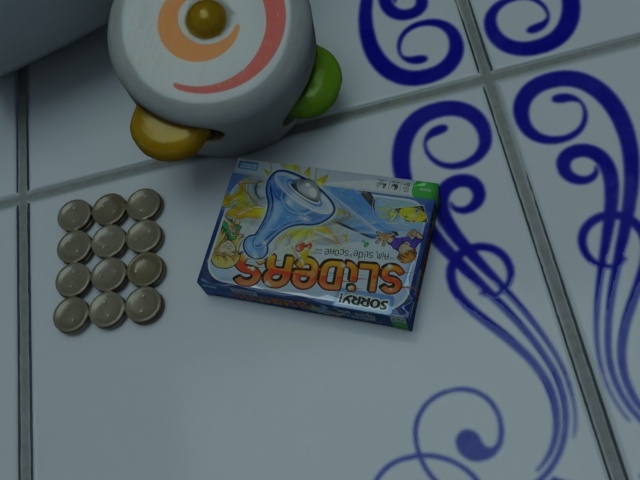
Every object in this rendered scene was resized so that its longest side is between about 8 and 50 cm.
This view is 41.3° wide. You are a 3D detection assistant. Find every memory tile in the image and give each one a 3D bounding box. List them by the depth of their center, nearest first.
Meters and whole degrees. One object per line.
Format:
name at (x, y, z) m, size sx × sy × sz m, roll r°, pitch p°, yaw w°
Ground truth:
memory tile at (-0.208, 0.019, 0.840) m, size 0.113 × 0.012 × 0.148 m, roll -10°, pitch 63°, yaw 8°

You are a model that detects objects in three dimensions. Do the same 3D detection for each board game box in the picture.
board game box at (0.000, 0.000, 0.791) m, size 0.201 × 0.035 × 0.136 m, roll 8°, pitch 67°, yaw 16°

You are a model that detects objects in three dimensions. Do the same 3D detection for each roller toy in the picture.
roller toy at (-0.102, -0.186, 0.816) m, size 0.209 × 0.146 × 0.191 m, roll -25°, pitch 80°, yaw -2°

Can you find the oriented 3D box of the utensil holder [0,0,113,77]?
utensil holder at (-0.272, -0.381, 0.874) m, size 0.385 × 0.327 × 0.327 m, roll -27°, pitch 62°, yaw 1°
